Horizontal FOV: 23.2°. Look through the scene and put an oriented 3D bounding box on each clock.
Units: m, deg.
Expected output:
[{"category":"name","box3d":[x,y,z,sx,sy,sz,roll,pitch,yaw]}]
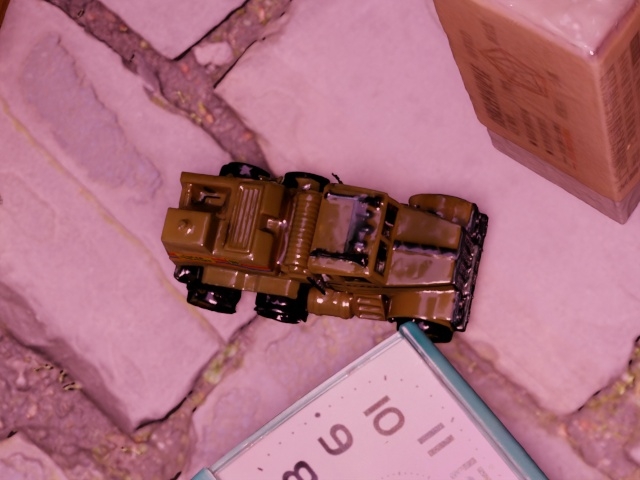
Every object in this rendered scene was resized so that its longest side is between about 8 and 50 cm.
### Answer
[{"category":"clock","box3d":[0.061,0.234,1.205,0.231,0.116,0.262,-35,70,-12]}]

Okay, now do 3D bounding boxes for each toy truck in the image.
[{"category":"toy truck","box3d":[0.003,0.002,1.285,0.257,0.127,0.127,9,75,13]}]

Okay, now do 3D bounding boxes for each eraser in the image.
[{"category":"eraser","box3d":[0.179,-0.122,1.156,0.144,0.343,0.078,34,83,21]}]

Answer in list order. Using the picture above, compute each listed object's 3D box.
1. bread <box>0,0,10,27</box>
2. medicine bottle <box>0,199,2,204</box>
[{"category":"bread","box3d":[-0.404,-0.295,1.402,0.348,0.253,0.376,7,74,21]},{"category":"medicine bottle","box3d":[-0.434,-0.023,1.394,0.250,0.141,0.137,14,82,18]}]
